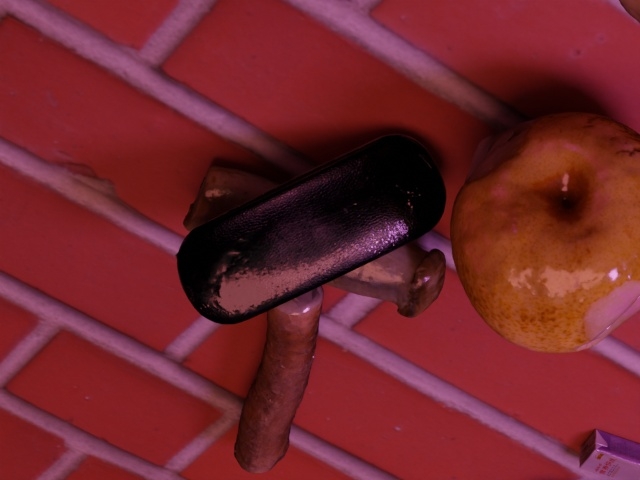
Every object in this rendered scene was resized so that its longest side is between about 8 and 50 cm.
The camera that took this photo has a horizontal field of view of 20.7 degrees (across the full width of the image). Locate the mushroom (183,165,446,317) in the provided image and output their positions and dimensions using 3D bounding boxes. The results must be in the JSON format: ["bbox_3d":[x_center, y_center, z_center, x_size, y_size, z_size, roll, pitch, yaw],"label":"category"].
[{"bbox_3d":[0.000,0.000,2.038,0.312,0.081,0.100,21,123,-7],"label":"mushroom"}]

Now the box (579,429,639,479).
[{"bbox_3d":[0.401,0.291,2.301,0.117,0.036,0.051,18,136,-9],"label":"box"}]

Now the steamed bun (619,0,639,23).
[{"bbox_3d":[0.401,-0.305,1.520,0.325,0.230,0.372,45,153,28],"label":"steamed bun"}]

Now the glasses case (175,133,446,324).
[{"bbox_3d":[-0.010,-0.011,1.951,0.314,0.075,0.122,-27,99,3],"label":"glasses case"}]

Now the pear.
[{"bbox_3d":[0.264,-0.003,1.865,0.271,0.271,0.271,5,137,5],"label":"pear"}]

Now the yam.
[{"bbox_3d":[-0.055,0.173,2.232,0.081,0.081,0.357,11,136,-1],"label":"yam"}]
